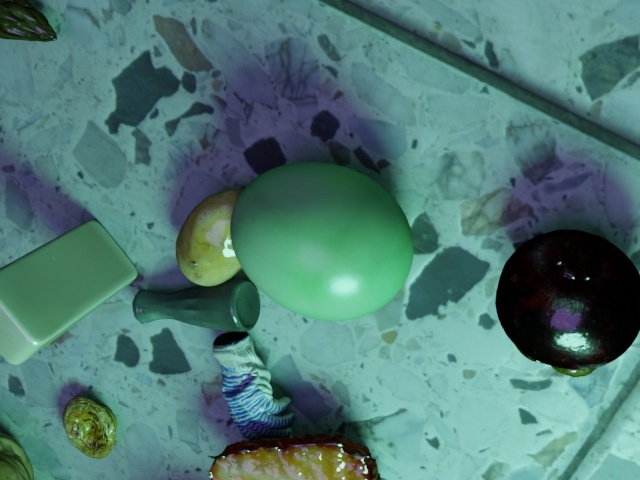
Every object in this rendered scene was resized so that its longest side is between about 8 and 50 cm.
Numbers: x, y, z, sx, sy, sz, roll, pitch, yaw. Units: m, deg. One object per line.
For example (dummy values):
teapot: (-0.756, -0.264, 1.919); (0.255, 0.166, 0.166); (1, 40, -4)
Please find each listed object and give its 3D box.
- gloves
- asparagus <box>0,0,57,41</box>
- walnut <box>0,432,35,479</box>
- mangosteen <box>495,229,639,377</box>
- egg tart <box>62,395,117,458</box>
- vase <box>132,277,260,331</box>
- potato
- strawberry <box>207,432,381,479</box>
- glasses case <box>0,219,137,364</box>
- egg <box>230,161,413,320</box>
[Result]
gloves: (-0.116, 0.257, 1.546); (0.119, 0.097, 0.229); (1, 124, 56)
asparagus: (-0.536, -0.371, 1.462); (0.287, 0.080, 0.080); (23, 117, 15)
walnut: (-0.675, 0.496, 1.755); (0.252, 0.277, 0.313); (-7, 120, -17)
mangosteen: (0.334, 0.085, 1.241); (0.209, 0.210, 0.210); (8, 113, 18)
egg tart: (-0.425, 0.343, 1.719); (0.128, 0.049, 0.129); (10, 114, 24)
vase: (-0.210, 0.108, 1.525); (0.214, 0.086, 0.086); (-3, 109, 27)
potato: (-0.160, -0.001, 1.442); (0.118, 0.109, 0.178); (32, 126, -16)
strawberry: (-0.023, 0.430, 1.537); (0.280, 0.150, 0.253); (-8, 101, 17)
glasses case: (-0.416, 0.073, 1.454); (0.070, 0.313, 0.131); (-37, 94, 25)
egg: (0.000, 0.000, 1.314); (0.269, 0.220, 0.220); (16, 115, 16)
